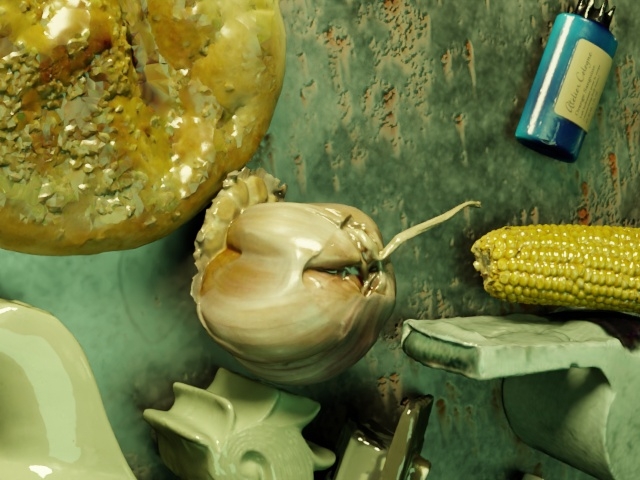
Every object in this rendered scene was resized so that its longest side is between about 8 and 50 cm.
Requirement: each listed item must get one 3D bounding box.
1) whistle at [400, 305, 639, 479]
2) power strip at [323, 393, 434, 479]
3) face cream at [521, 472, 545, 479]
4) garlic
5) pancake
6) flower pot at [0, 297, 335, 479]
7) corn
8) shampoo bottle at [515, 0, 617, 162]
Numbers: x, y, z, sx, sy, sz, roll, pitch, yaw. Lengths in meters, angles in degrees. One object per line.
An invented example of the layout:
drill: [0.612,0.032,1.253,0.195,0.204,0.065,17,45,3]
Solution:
whistle: [0.282,0.140,1.082,0.405,0.168,0.188,35,81,-29]
power strip: [0.039,0.268,0.965,0.092,0.251,0.257,21,87,5]
face cream: [0.204,0.426,1.129,0.092,0.092,0.311,36,81,-29]
garlic: [0.000,0.000,0.884,0.256,0.207,0.207,-43,117,1]
pancake: [-0.191,-0.169,0.814,0.387,0.082,0.387,-8,104,-33]
flower pot: [-0.174,0.213,0.838,0.367,0.164,0.254,22,81,-31]
corn: [0.312,0.030,1.059,0.293,0.106,0.106,3,97,0]
shampoo bottle: [0.283,-0.185,1.099,0.087,0.050,0.183,21,87,-27]
